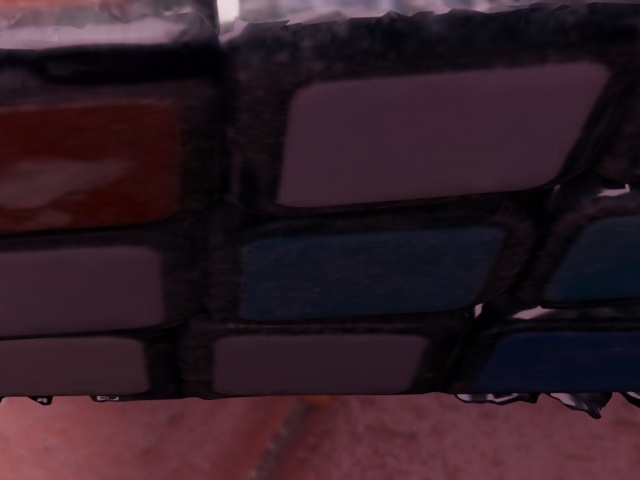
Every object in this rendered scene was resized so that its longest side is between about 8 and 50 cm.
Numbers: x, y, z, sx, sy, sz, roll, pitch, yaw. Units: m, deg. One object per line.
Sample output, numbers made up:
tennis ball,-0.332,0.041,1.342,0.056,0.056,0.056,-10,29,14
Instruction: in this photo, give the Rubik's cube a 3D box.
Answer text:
Rubik's cube,0.005,-0.145,0.608,0.362,0.359,0.363,-2,71,-2
